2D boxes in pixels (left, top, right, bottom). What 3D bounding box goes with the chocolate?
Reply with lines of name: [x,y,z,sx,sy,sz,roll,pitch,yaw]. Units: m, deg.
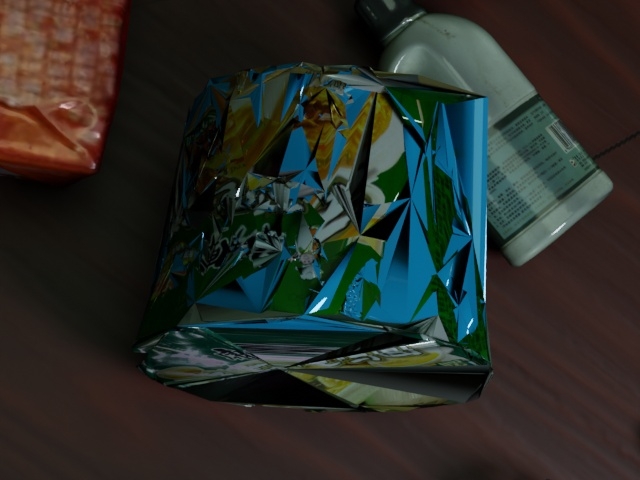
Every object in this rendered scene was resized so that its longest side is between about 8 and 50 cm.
chocolate: [-0.246,-0.162,1.043,0.235,0.108,0.237,9,75,-11]

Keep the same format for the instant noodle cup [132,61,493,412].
instant noodle cup: [0.000,0.000,0.995,0.240,0.240,0.178,7,72,-11]

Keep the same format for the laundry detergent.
laundry detergent: [0.105,-0.095,1.124,0.099,0.070,0.225,-38,87,-13]

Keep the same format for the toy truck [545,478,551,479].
toy truck: [0.153,0.238,0.978,0.080,0.177,0.115,27,101,-6]
